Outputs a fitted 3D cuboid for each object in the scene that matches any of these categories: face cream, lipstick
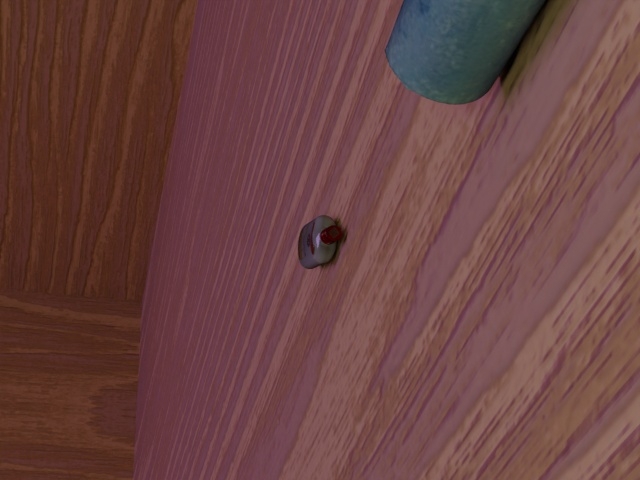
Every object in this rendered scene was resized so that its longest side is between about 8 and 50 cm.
[{"bbox_3d":[0.000,0.000,0.814,0.083,0.021,0.040,151,123,-73],"label":"face cream"},{"bbox_3d":[0.094,-0.166,0.401,0.274,0.061,0.068,113,161,-53],"label":"lipstick"}]
